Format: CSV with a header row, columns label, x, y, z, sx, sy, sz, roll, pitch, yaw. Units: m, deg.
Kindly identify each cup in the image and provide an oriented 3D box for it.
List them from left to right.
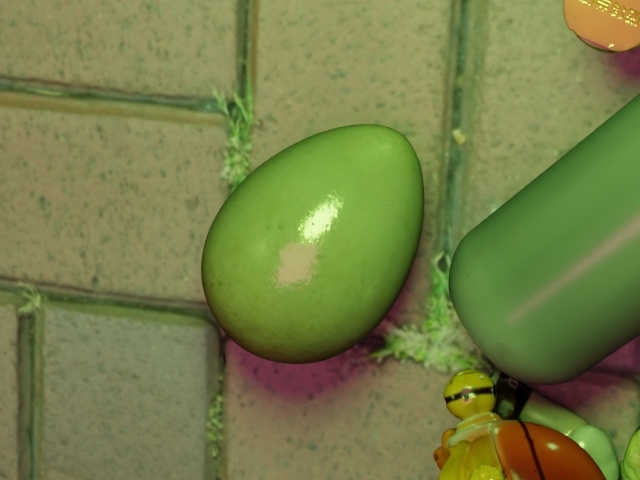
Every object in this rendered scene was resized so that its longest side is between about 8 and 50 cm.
label,x,y,z,sx,sy,sz,roll,pitch,yaw
cup,0.295,0.004,1.782,0.312,0.205,0.205,-38,90,21

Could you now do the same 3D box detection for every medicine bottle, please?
label,x,y,z,sx,sy,sz,roll,pitch,yaw
medicine bottle,0.308,-0.247,1.725,0.096,0.192,0.096,4,104,16

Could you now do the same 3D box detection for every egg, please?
label,x,y,z,sx,sy,sz,roll,pitch,yaw
egg,0.000,0.000,1.861,0.218,0.218,0.295,40,98,4

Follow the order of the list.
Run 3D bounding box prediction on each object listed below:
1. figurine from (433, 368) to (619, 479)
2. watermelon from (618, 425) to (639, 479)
label,x,y,z,sx,sy,sz,roll,pitch,yaw
figurine,0.223,0.288,1.804,0.196,0.323,0.320,-17,98,20
watermelon,0.443,0.225,1.825,0.304,0.159,0.128,-7,69,-12
